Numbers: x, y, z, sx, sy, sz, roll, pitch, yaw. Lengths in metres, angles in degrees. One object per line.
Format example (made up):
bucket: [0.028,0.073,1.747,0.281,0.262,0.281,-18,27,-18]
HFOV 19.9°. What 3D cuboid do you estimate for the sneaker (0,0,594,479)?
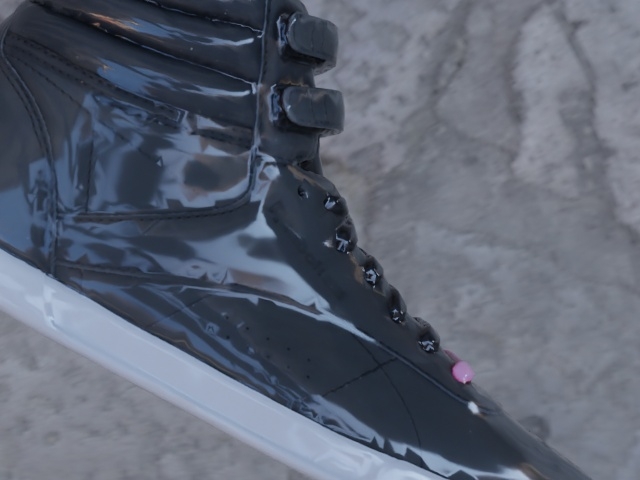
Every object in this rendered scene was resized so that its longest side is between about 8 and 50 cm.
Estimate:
sneaker: [0.000,0.000,0.636,0.296,0.104,0.147,29,85,-6]
